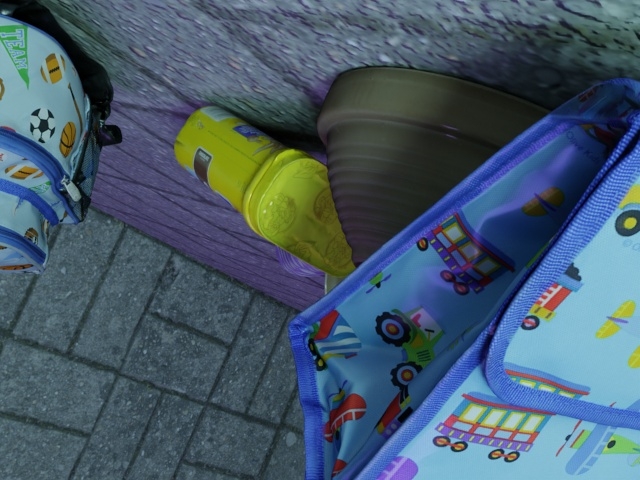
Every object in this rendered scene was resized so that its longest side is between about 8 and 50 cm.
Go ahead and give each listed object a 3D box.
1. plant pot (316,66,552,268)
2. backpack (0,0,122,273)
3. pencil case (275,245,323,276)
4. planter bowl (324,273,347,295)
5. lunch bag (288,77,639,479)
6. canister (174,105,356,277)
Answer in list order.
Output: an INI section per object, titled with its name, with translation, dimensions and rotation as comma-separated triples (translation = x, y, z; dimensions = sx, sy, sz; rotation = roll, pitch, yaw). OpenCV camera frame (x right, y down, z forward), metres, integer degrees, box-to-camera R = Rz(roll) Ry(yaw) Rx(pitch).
[plant pot]
translation = 0.094, -0.012, 0.589
dimensions = 0.237, 0.110, 0.237
rotation = 23, 171, 4
[backpack]
translation = -0.313, -0.089, 0.701
dimensions = 0.276, 0.213, 0.263
rotation = 3, 159, -8
[pencil case]
translation = 0.000, 0.000, 1.036
dimensions = 0.088, 0.086, 0.206
rotation = -4, 178, -11
[planter bowl]
translation = 0.100, 0.046, 0.865
dimensions = 0.162, 0.162, 0.109
rotation = 18, -163, 32
[lunch bag]
translation = 0.150, 0.037, 0.432
dimensions = 0.221, 0.138, 0.293
rotation = 16, 134, -25
[canister]
translation = -0.039, -0.047, 0.737
dimensions = 0.126, 0.073, 0.170
rotation = 31, -177, -39
